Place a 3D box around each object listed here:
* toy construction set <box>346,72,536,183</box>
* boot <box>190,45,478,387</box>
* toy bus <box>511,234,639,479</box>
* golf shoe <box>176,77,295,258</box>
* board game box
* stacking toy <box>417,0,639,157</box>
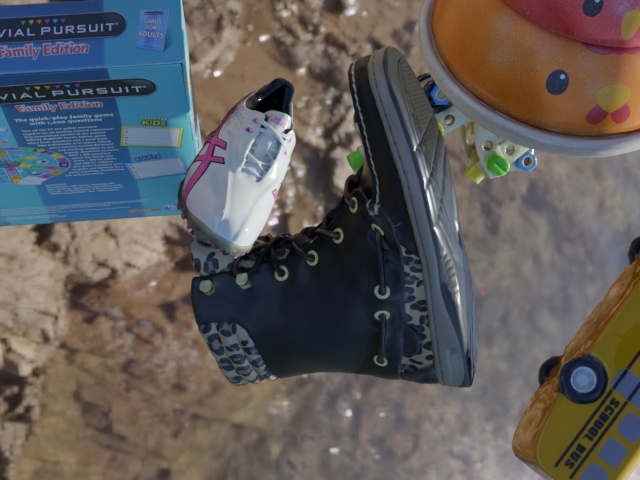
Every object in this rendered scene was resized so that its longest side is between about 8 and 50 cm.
[{"bbox_3d":[0.168,-0.131,1.795,0.327,0.151,0.215,-32,110,-20],"label":"toy construction set"},{"bbox_3d":[0.000,0.000,1.231,0.138,0.284,0.377,-71,149,-55],"label":"boot"},{"bbox_3d":[0.345,0.126,1.310,0.130,0.108,0.333,38,84,0],"label":"toy bus"},{"bbox_3d":[-0.058,-0.061,0.892,0.067,0.086,0.186,29,31,-15],"label":"golf shoe"},{"bbox_3d":[-0.256,-0.123,1.240,0.253,0.336,0.079,-4,67,-4],"label":"board game box"},{"bbox_3d":[0.311,-0.358,1.293,0.350,0.480,0.351,4,51,-5],"label":"stacking toy"}]
